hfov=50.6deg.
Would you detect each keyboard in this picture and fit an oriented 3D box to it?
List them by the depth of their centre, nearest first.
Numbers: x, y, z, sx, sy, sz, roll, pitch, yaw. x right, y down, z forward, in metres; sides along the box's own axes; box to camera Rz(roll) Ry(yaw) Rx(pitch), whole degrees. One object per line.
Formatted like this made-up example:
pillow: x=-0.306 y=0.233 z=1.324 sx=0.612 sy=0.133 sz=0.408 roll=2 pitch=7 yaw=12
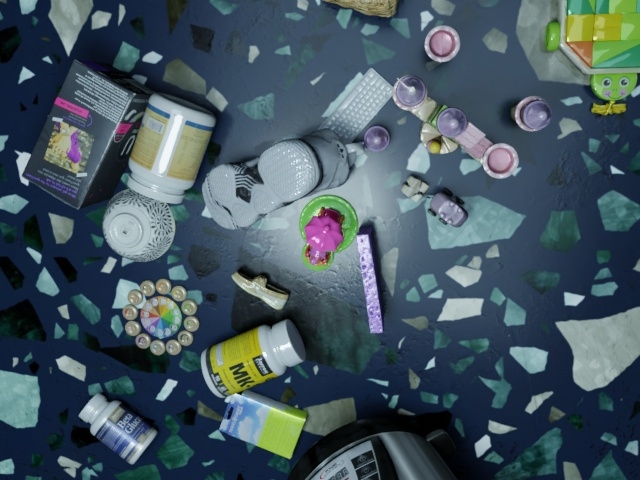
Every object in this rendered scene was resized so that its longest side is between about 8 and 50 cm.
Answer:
keyboard: x=0.047 y=-0.240 z=1.423 sx=0.072 sy=0.014 sz=0.256 roll=42 pitch=102 yaw=-2

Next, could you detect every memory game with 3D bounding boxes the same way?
memory game: x=-0.368 y=0.177 z=1.556 sx=0.186 sy=0.012 sz=0.186 roll=1 pitch=101 yaw=7

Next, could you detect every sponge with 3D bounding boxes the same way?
sponge: x=0.106 y=0.081 z=1.424 sx=0.031 sy=0.117 sz=0.210 roll=-7 pitch=99 yaw=7

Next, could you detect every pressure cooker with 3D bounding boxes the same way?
pressure cooker: x=0.118 y=0.577 z=1.374 sx=0.369 sy=0.420 sz=0.376 roll=6 pitch=114 yaw=-26

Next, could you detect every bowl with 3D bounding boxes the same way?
bowl: x=-0.414 y=-0.027 z=1.489 sx=0.170 sy=0.080 sz=0.170 roll=1 pitch=102 yaw=7

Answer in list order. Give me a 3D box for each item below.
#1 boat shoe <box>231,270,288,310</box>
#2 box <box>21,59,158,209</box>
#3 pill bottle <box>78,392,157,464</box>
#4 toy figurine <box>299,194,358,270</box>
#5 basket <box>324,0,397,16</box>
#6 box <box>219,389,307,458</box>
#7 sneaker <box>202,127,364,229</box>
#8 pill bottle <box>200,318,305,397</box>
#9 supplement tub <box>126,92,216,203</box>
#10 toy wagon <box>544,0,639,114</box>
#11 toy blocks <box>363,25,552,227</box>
boat shoe: x=-0.132 y=0.101 z=1.496 sx=0.135 sy=0.050 sz=0.045 roll=32 pitch=100 yaw=-10
box: x=-0.474 y=-0.221 z=1.416 sx=0.143 sy=0.165 sz=0.270 roll=31 pitch=103 yaw=0
pill bottle: x=-0.473 y=0.433 z=1.576 sx=0.169 sy=0.094 sz=0.094 roll=38 pitch=103 yaw=-1
toy figurine: x=0.000 y=0.000 z=1.400 sx=0.130 sy=0.159 sz=0.173 roll=22 pitch=103 yaw=3
basket: x=0.078 y=-0.592 z=1.247 sx=0.213 sy=0.223 sz=0.299 roll=18 pitch=103 yaw=4
box: x=-0.131 y=0.417 z=1.556 sx=0.178 sy=0.042 sz=0.109 roll=21 pitch=102 yaw=3
sneaker: x=-0.078 y=-0.127 z=1.394 sx=0.365 sy=0.210 sz=0.138 roll=-17 pitch=94 yaw=48
pill bottle: x=-0.146 y=0.256 z=1.488 sx=0.208 sy=0.119 sz=0.119 roll=-24 pitch=97 yaw=11
supplement tub: x=-0.314 y=-0.192 z=1.411 sx=0.144 sy=0.144 sz=0.200 roll=23 pitch=103 yaw=2
toy wagon: x=0.572 y=-0.415 z=1.295 sx=0.267 sy=0.068 sz=0.345 roll=0 pitch=101 yaw=8
toy blocks: x=0.243 y=-0.201 z=1.273 sx=0.288 sy=0.260 sz=0.309 roll=36 pitch=103 yaw=-4
